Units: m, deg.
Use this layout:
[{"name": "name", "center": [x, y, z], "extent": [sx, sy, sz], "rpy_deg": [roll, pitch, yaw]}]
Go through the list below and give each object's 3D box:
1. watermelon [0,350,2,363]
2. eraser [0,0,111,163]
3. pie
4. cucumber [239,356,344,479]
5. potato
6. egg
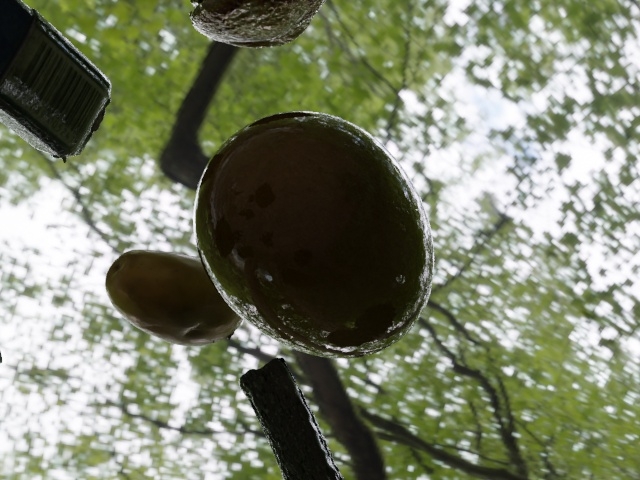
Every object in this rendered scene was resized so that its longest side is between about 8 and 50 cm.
[{"name": "watermelon", "center": [-0.499, 0.116, 1.184], "extent": [0.319, 0.290, 0.214], "rpy_deg": [23, -132, -3]}, {"name": "eraser", "center": [-0.444, -0.251, 1.660], "extent": [0.101, 0.332, 0.155], "rpy_deg": [19, -103, 30]}, {"name": "pie", "center": [-0.083, -0.310, 1.492], "extent": [0.205, 0.178, 0.084], "rpy_deg": [147, -57, -72]}, {"name": "cucumber", "center": [-0.021, 0.197, 1.066], "extent": [0.058, 0.058, 0.187], "rpy_deg": [-36, -120, 17]}, {"name": "potato", "center": [-0.200, 0.080, 1.613], "extent": [0.150, 0.233, 0.146], "rpy_deg": [-32, -114, 28]}, {"name": "egg", "center": [0.000, 0.000, 1.283], "extent": [0.250, 0.322, 0.250], "rpy_deg": [-28, -144, 22]}]
